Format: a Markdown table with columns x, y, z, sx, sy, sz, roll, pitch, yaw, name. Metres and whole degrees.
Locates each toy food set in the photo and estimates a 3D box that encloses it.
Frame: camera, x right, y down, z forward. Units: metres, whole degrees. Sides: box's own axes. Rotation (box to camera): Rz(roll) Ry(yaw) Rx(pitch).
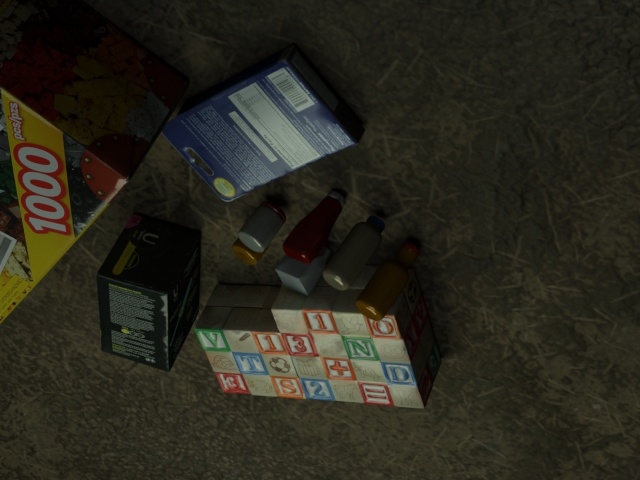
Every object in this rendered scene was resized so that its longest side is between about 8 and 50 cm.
| x | y | z | sx | sy | sz | roll | pitch | yaw | name |
| --- | --- | --- | --- | --- | --- | --- | --- | --- | --- |
| 0.000 | 0.000 | 1.920 | 0.232 | 0.104 | 0.111 | 22 | 155 | 33 | toy food set |

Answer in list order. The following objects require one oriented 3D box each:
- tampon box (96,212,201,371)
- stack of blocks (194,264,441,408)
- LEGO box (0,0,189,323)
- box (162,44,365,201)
| x | y | z | sx | sy | sz | roll | pitch | yaw | name |
| --- | --- | --- | --- | --- | --- | --- | --- | --- | --- |
| -0.226 | 0.069 | 2.054 | 0.101 | 0.120 | 0.161 | 16 | 137 | 10 | tampon box |
| -0.008 | 0.121 | 2.026 | 0.297 | 0.087 | 0.171 | 1 | 133 | 25 | stack of blocks |
| -0.454 | -0.121 | 1.918 | 0.372 | 0.193 | 0.500 | 36 | 137 | -12 | LEGO box |
| -0.073 | -0.134 | 1.839 | 0.225 | 0.036 | 0.136 | -22 | 120 | 38 | box |
